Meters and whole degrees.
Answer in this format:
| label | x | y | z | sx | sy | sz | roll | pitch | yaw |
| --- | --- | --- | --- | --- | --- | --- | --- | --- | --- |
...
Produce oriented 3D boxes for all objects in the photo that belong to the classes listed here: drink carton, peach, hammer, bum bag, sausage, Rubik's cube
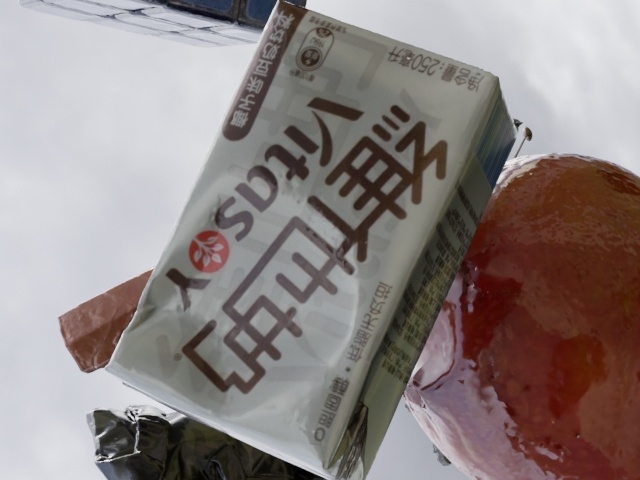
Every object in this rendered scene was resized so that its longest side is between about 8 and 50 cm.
| label | x | y | z | sx | sy | sz | roll | pitch | yaw |
| --- | --- | --- | --- | --- | --- | --- | --- | --- | --- |
| drink carton | 0.000 | -0.001 | 1.216 | 0.324 | 0.194 | 0.132 | -66 | -21 | -9 |
| peach | 0.228 | 0.092 | 1.555 | 0.372 | 0.372 | 0.290 | 55 | 173 | -32 |
| hammer | 0.281 | -0.114 | 2.346 | 0.014 | 0.123 | 0.029 | 11 | -142 | -18 |
| bum bag | -0.130 | 0.237 | 1.785 | 0.340 | 0.095 | 0.144 | 4 | -148 | -51 |
| sausage | -0.141 | 0.056 | 1.395 | 0.065 | 0.169 | 0.065 | 64 | -177 | -6 |
| Rubik's cube | -0.192 | -0.427 | 2.104 | 0.301 | 0.304 | 0.305 | 11 | -90 | -30 |

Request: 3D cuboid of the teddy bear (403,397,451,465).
| label | x | y | z | sx | sy | sz | roll | pitch | yaw |
| --- | --- | --- | --- | --- | --- | --- | --- | --- | --- |
| teddy bear | 0.202 | 0.184 | 2.209 | 0.129 | 0.182 | 0.251 | -86 | -4 | -83 |
